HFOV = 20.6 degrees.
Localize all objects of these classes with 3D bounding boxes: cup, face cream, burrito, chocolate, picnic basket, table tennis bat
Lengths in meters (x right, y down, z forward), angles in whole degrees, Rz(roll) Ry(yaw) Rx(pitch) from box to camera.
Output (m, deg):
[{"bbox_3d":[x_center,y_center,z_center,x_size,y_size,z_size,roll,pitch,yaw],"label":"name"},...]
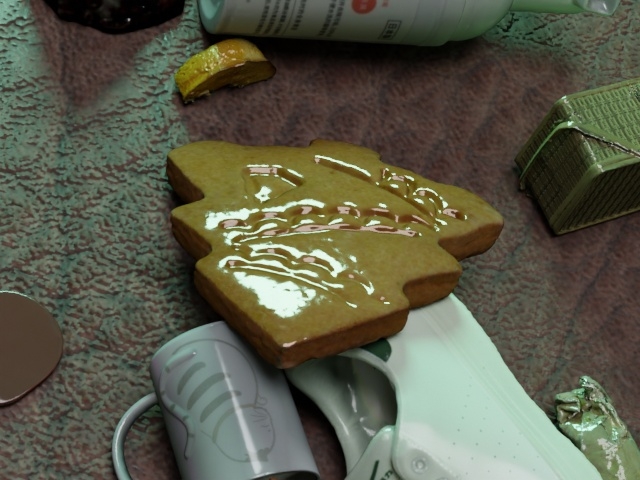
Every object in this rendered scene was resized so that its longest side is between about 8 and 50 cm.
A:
[{"bbox_3d":[-0.082,0.141,1.312,0.136,0.099,0.133,-9,63,-23],"label":"cup"},{"bbox_3d":[0.082,-0.244,1.575,0.369,0.145,0.145,2,59,-18],"label":"face cream"},{"bbox_3d":[0.242,0.196,1.411,0.058,0.045,0.188,-19,69,-19],"label":"burrito"},{"bbox_3d":[-0.177,-0.272,1.518,0.156,0.133,0.156,7,60,-12],"label":"chocolate"},{"bbox_3d":[0.264,-0.079,1.544,0.164,0.115,0.079,-16,67,-25],"label":"picnic basket"},{"bbox_3d":[-0.265,0.097,1.336,0.087,0.013,0.156,44,55,9],"label":"table tennis bat"}]

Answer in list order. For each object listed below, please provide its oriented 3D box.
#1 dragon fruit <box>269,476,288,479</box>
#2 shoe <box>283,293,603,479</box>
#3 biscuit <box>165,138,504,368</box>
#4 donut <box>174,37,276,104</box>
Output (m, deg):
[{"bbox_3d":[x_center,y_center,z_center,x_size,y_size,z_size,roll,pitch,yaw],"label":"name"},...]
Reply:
[{"bbox_3d":[0.001,0.293,1.146,0.342,0.277,0.277,21,55,-16],"label":"dragon fruit"},{"bbox_3d":[0.102,0.195,1.308,0.160,0.132,0.363,-13,60,-36],"label":"shoe"},{"bbox_3d":[0.000,0.000,1.380,0.283,0.043,0.306,11,32,3],"label":"biscuit"},{"bbox_3d":[-0.086,-0.148,1.531,0.083,0.067,0.038,-30,76,4],"label":"donut"}]
